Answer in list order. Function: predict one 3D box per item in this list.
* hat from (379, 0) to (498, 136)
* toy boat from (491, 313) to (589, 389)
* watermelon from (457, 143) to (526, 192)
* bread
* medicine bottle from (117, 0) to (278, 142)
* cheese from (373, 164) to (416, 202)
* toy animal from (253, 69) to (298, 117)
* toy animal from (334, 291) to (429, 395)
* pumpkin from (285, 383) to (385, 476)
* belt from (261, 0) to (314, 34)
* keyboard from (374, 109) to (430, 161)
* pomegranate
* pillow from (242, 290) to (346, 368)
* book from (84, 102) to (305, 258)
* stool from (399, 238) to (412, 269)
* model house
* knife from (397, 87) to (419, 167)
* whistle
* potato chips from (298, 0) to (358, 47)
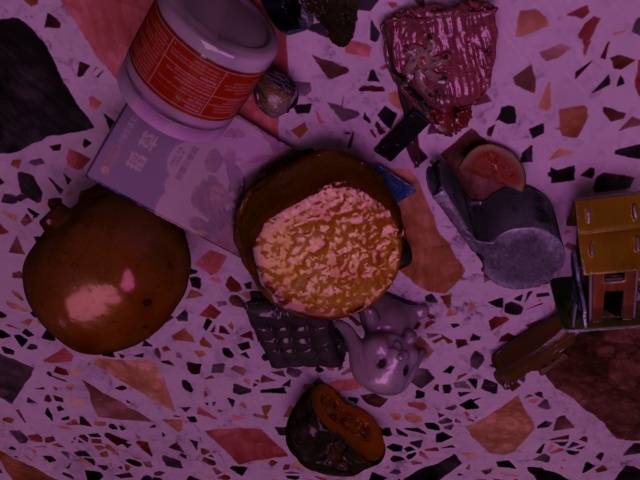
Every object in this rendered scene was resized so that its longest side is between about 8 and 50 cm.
[{"bbox_3d":[0.255,-0.344,1.551,0.237,0.107,0.286,0,125,20],"label":"hat"},{"bbox_3d":[0.605,0.298,2.043,0.121,0.089,0.321,31,125,-24],"label":"toy boat"},{"bbox_3d":[0.387,-0.165,1.709,0.163,0.087,0.069,21,165,-7],"label":"watermelon"},{"bbox_3d":[0.000,0.000,1.707,0.398,0.215,0.398,-2,115,-5],"label":"bread"},{"bbox_3d":[-0.245,-0.365,1.504,0.252,0.252,0.241,31,126,-17],"label":"medicine bottle"},{"bbox_3d":[0.114,-0.073,1.824,0.135,0.052,0.245,30,125,-16],"label":"cheese"},{"bbox_3d":[-0.098,-0.336,1.620,0.098,0.098,0.137,-9,109,14],"label":"toy animal"},{"bbox_3d":[0.156,0.263,1.972,0.249,0.289,0.174,34,130,6],"label":"toy animal"},{"bbox_3d":[0.019,0.612,2.277,0.325,0.242,0.232,39,115,-17],"label":"pumpkin"},{"bbox_3d":[-0.067,-0.473,1.486,0.058,0.105,0.140,-5,136,33],"label":"belt"},{"bbox_3d":[0.184,-0.235,1.695,0.053,0.010,0.155,32,136,-15],"label":"keyboard"},{"bbox_3d":[-0.522,0.063,1.820,0.416,0.416,0.416,4,129,4],"label":"pomegranate"},{"bbox_3d":[-0.060,0.249,2.060,0.228,0.101,0.326,-2,137,12],"label":"pillow"},{"bbox_3d":[-0.276,-0.170,1.728,0.428,0.039,0.300,29,103,-18],"label":"book"},{"bbox_3d":[0.168,0.040,1.885,0.096,0.096,0.110,38,128,-22],"label":"stool"},{"bbox_3d":[0.688,0.061,1.682,0.300,0.340,0.323,-6,124,10],"label":"model house"},{"bbox_3d":[0.196,-0.263,1.682,0.035,0.018,0.247,-5,129,13],"label":"knife"},{"bbox_3d":[0.397,-0.032,1.747,0.405,0.168,0.188,21,128,-10],"label":"whistle"},{"bbox_3d":[0.016,-0.483,1.483,0.142,0.026,0.209,-18,121,-24],"label":"potato chips"}]
